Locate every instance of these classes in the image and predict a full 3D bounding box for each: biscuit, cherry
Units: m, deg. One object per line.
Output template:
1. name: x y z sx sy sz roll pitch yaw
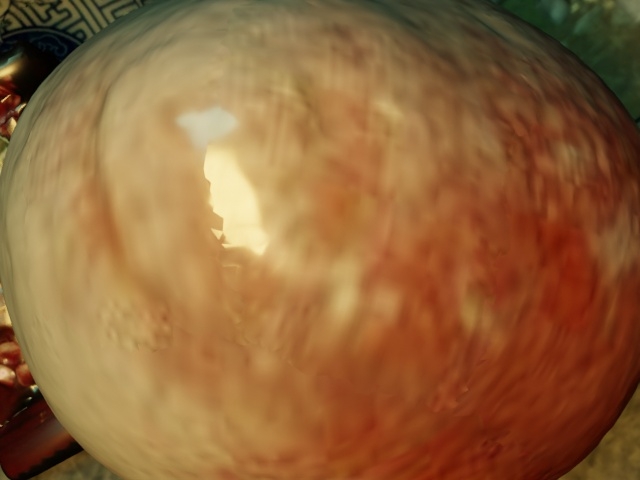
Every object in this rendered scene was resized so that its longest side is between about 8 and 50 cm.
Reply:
1. biscuit: -0.172 0.007 0.987 0.151 0.063 0.235 -28 99 8
2. cherry: -0.011 -0.003 0.820 0.326 0.335 0.291 16 97 45

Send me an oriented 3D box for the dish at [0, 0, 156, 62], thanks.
1. dish: -0.171 -0.086 1.028 0.243 0.182 0.080 -28 20 13
